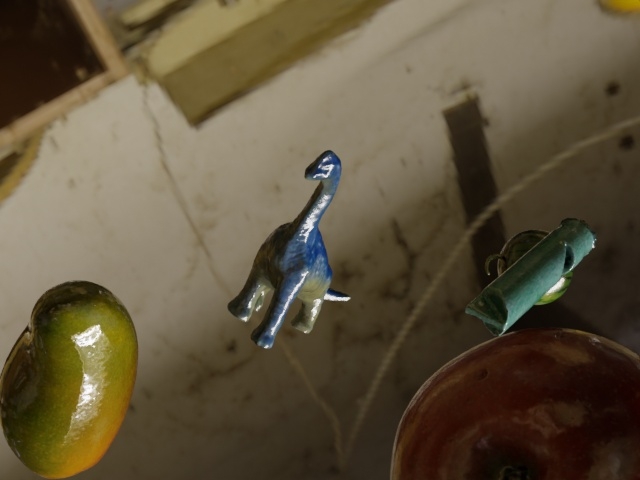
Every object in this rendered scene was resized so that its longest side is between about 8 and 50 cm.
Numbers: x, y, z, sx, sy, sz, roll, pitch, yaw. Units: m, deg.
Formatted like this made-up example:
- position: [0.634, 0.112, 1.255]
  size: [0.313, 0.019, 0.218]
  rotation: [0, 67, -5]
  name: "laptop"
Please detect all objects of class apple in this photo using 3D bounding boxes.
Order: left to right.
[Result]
- position: [0.252, 0.265, 1.673]
  size: [0.348, 0.277, 0.349]
  rotation: [-6, -103, 26]
  name: "apple"

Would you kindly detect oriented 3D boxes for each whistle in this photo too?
- position: [0.173, 0.028, 1.227]
  size: [0.039, 0.039, 0.186]
  rotation: [-2, -162, 33]
  name: "whistle"

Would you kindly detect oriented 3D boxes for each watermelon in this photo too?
- position: [0.275, 0.032, 1.959]
  size: [0.109, 0.109, 0.109]
  rotation: [-18, -147, 12]
  name: "watermelon"

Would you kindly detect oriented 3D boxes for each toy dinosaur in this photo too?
- position: [0.000, 0.000, 1.343]
  size: [0.075, 0.247, 0.188]
  rotation: [39, -75, 19]
  name: "toy dinosaur"

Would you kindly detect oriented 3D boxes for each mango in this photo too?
- position: [-0.267, 0.144, 1.627]
  size: [0.146, 0.289, 0.129]
  rotation: [5, -134, -24]
  name: "mango"
